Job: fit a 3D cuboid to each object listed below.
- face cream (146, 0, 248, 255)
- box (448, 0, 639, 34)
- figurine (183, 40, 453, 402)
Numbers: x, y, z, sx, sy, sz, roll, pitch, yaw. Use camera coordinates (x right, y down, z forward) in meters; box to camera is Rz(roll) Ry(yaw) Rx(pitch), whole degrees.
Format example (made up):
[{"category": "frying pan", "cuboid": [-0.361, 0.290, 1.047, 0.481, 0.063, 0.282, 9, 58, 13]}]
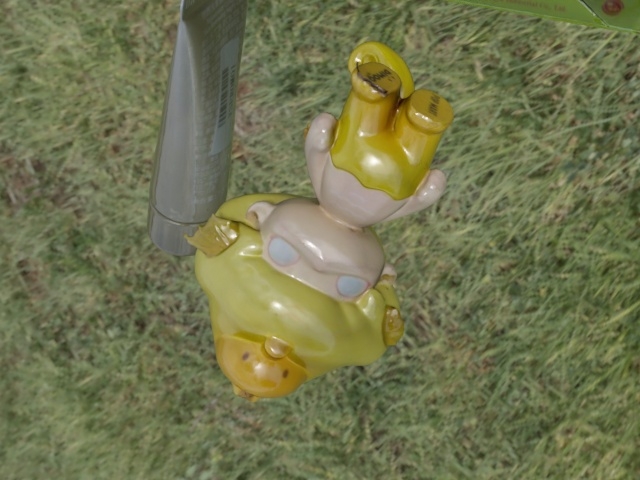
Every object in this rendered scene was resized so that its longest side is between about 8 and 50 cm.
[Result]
[{"category": "face cream", "cuboid": [-0.122, -0.126, 0.968, 0.084, 0.137, 0.341, 26, 135, 10]}, {"category": "box", "cuboid": [0.197, -0.280, 0.962, 0.335, 0.187, 0.047, 19, 127, 30]}, {"category": "figurine", "cuboid": [0.000, 0.000, 0.615, 0.156, 0.131, 0.246, 30, 123, -5]}]
